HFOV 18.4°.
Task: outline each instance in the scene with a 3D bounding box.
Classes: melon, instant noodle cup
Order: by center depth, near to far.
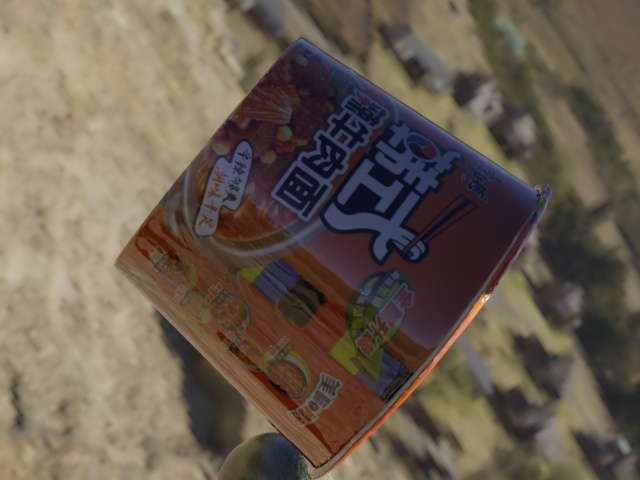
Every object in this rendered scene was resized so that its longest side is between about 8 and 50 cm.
[{"bbox_3d":[0.000,0.000,1.290,0.192,0.250,0.250,40,17,-2],"label":"instant noodle cup"},{"bbox_3d":[-0.032,0.206,1.524,0.098,0.098,0.130,46,14,-34],"label":"melon"}]
